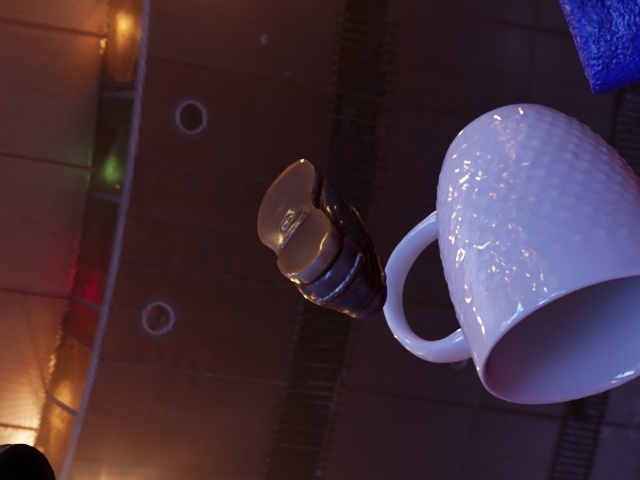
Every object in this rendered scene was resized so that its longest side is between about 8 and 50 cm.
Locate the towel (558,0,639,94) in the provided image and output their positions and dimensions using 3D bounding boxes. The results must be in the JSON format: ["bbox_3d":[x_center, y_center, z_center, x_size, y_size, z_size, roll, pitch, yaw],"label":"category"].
[{"bbox_3d":[0.481,-0.355,1.265,0.076,0.308,0.228,2,-112,-68],"label":"towel"}]

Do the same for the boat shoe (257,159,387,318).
[{"bbox_3d":[0.000,0.000,0.736,0.073,0.207,0.073,36,-75,-22],"label":"boat shoe"}]

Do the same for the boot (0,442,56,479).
[{"bbox_3d":[-0.303,0.249,0.510,0.118,0.222,0.338,51,-128,-50],"label":"boot"}]

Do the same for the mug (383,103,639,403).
[{"bbox_3d":[0.245,0.019,1.200,0.374,0.328,0.276,-30,-40,19],"label":"mug"}]
